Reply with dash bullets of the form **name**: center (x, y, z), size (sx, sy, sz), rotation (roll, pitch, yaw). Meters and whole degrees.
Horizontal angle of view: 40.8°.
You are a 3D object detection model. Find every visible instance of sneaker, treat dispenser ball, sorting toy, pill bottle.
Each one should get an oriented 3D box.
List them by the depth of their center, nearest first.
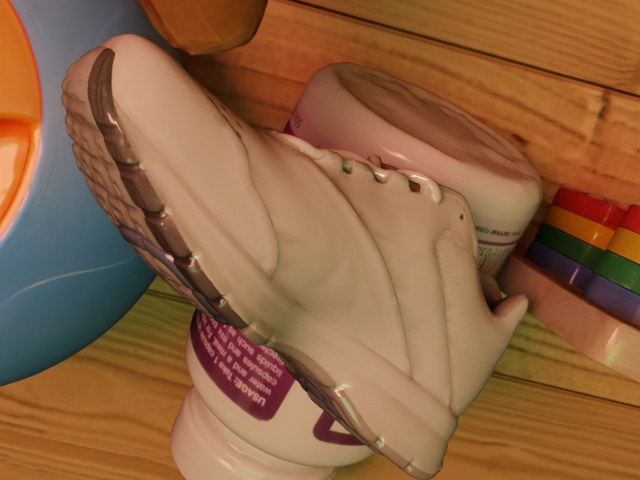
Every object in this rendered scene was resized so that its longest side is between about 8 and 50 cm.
- **sneaker**: center (0.000, 0.000, 0.419), size (0.129, 0.111, 0.297), rotation (-50, 132, -6)
- **treat dispenser ball**: center (-0.215, -0.057, 0.487), size (0.288, 0.288, 0.288), rotation (0, 115, 1)
- **sorting toy**: center (0.252, 0.050, 0.560), size (0.257, 0.255, 0.089), rotation (25, 97, -11)
- **pill bottle**: center (0.008, 0.046, 0.599), size (0.169, 0.169, 0.301), rotation (24, 113, -10)

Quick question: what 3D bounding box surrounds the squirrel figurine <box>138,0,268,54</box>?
- **squirrel figurine**: center (-0.005, -0.343, 0.327), size (0.370, 0.281, 0.397), rotation (-31, 133, -12)
